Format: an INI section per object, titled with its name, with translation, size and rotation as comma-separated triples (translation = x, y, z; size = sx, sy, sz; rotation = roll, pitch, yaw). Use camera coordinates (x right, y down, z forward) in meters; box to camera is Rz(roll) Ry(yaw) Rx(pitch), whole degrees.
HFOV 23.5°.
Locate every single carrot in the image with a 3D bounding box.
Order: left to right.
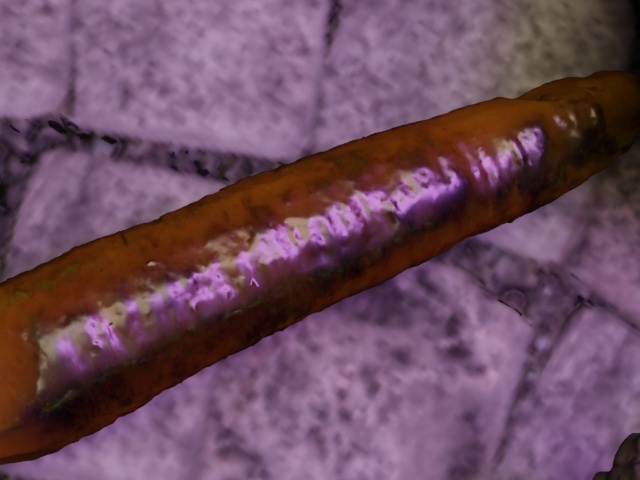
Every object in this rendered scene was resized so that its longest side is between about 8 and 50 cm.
[carrot]
translation = 0.000, 0.000, 0.580
size = 0.314, 0.066, 0.066
rotation = -23, 85, -15

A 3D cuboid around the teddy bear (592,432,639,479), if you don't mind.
[teddy bear]
translation = 0.201, 0.143, 0.549
size = 0.236, 0.151, 0.267
rotation = 39, 80, 5
